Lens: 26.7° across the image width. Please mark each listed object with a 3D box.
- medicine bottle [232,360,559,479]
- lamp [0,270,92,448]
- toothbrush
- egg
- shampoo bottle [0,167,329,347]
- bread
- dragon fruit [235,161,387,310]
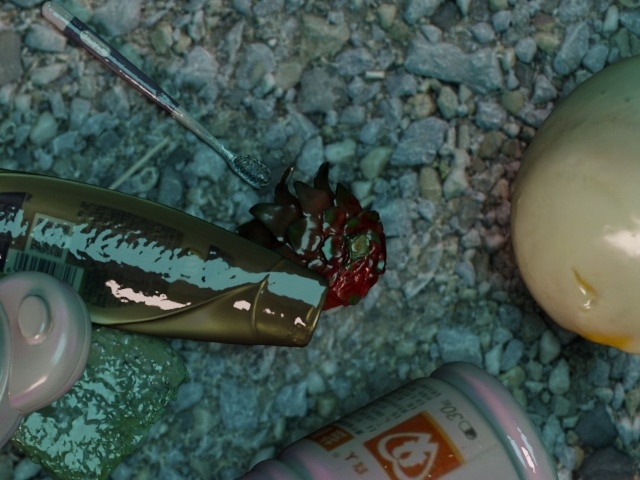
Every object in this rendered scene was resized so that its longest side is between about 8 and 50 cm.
[{"bbox_3d":[0.047,0.266,1.268,0.316,0.202,0.202,-25,90,-23],"label":"medicine bottle"},{"bbox_3d":[-0.316,0.105,1.160,0.246,0.108,0.179,-22,67,11],"label":"lamp"},{"bbox_3d":[-0.163,-0.146,1.357,0.288,0.026,0.024,39,67,-9],"label":"toothbrush"},{"bbox_3d":[0.353,-0.054,1.399,0.283,0.283,0.345,45,56,-8],"label":"egg"},{"bbox_3d":[-0.168,0.024,1.255,0.350,0.084,0.125,14,86,-5],"label":"shampoo bottle"},{"bbox_3d":[-0.233,0.159,1.257,0.232,0.064,0.172,-3,80,-19],"label":"bread"},{"bbox_3d":[-0.002,0.006,1.344,0.142,0.121,0.130,43,34,18],"label":"dragon fruit"}]
